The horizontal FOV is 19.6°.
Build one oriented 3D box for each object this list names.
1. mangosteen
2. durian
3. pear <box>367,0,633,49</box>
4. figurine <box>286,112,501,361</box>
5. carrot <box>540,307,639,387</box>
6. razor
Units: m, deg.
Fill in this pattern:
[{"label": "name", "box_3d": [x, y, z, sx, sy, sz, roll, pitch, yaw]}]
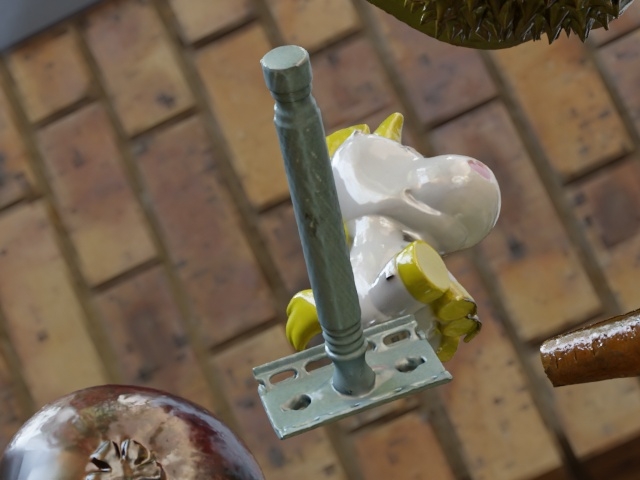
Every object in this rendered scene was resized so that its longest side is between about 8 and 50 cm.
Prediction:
[{"label": "mangosteen", "box_3d": [-0.160, 0.246, 1.522, 0.261, 0.236, 0.235, 100, 151, -60]}, {"label": "durian", "box_3d": [0.162, -0.245, 1.533, 0.306, 0.172, 0.166, 118, 159, -68]}, {"label": "pear", "box_3d": [0.186, -0.337, 1.822, 0.318, 0.342, 0.238, 50, 171, 3]}, {"label": "figurine", "box_3d": [0.045, -0.008, 1.168, 0.109, 0.130, 0.178, 57, -141, -57]}, {"label": "carrot", "box_3d": [0.223, 0.065, 1.245, 0.055, 0.161, 0.055, 34, -133, -48]}, {"label": "razor", "box_3d": [0.000, 0.000, 1.008, 0.068, 0.106, 0.232, -121, 14, -53]}]
